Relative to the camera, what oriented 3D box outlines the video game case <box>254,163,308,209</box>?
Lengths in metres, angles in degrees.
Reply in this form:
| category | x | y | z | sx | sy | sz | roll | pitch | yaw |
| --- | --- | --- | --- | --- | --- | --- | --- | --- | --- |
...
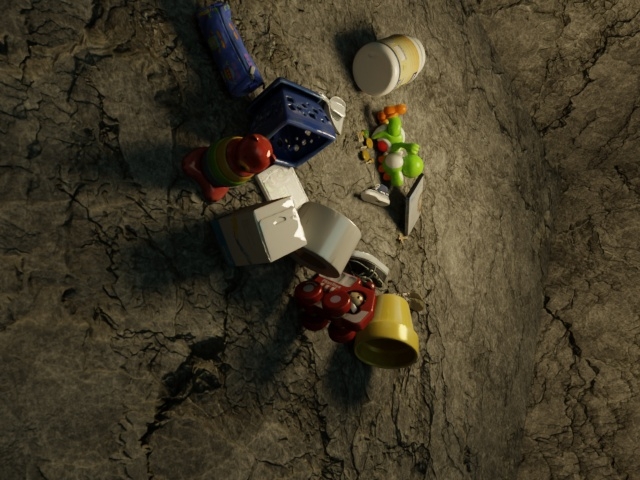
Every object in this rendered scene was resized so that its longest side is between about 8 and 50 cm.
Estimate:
| category | x | y | z | sx | sy | sz | roll | pitch | yaw |
| --- | --- | --- | --- | --- | --- | --- | --- | --- | --- |
| video game case | -0.139 | -0.190 | 1.761 | 0.173 | 0.022 | 0.190 | -41 | 113 | -40 |

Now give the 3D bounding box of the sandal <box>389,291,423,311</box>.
| category | x | y | z | sx | sy | sz | roll | pitch | yaw |
| --- | --- | --- | --- | --- | --- | --- | --- | --- | --- |
| sandal | 0.382 | 0.283 | 2.192 | 0.219 | 0.060 | 0.090 | 4 | 75 | -30 |

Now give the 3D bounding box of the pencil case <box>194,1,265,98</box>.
| category | x | y | z | sx | sy | sz | roll | pitch | yaw |
| --- | --- | --- | --- | --- | --- | --- | --- | --- | --- |
| pencil case | -0.299 | -0.630 | 1.589 | 0.119 | 0.133 | 0.306 | -34 | 107 | -32 |

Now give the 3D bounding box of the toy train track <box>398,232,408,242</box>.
| category | x | y | z | sx | sy | sz | roll | pitch | yaw |
| --- | --- | --- | --- | --- | --- | --- | --- | --- | --- |
| toy train track | 0.389 | -0.010 | 2.269 | 0.083 | 0.014 | 0.048 | -6 | 81 | -51 |

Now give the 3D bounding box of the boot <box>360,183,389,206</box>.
| category | x | y | z | sx | sy | sz | roll | pitch | yaw |
| --- | --- | --- | --- | --- | --- | --- | --- | --- | --- |
| boot | 0.239 | -0.214 | 2.119 | 0.190 | 0.069 | 0.086 | 18 | 65 | -51 |

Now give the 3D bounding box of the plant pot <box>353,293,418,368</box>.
| category | x | y | z | sx | sy | sz | roll | pitch | yaw |
| --- | --- | --- | --- | --- | --- | --- | --- | --- | --- |
| plant pot | 0.275 | 0.361 | 1.954 | 0.254 | 0.254 | 0.239 | 45 | 39 | -31 |

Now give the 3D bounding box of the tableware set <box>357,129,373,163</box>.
| category | x | y | z | sx | sy | sz | roll | pitch | yaw |
| --- | --- | --- | --- | --- | --- | --- | --- | --- | --- |
| tableware set | 0.202 | -0.418 | 2.136 | 0.104 | 0.024 | 0.154 | -26 | 101 | -47 |

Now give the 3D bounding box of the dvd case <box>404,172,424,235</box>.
| category | x | y | z | sx | sy | sz | roll | pitch | yaw |
| --- | --- | --- | --- | --- | --- | --- | --- | --- | --- |
| dvd case | 0.442 | -0.168 | 2.251 | 0.180 | 0.022 | 0.253 | -54 | 150 | -35 |

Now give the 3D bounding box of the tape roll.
| category | x | y | z | sx | sy | sz | roll | pitch | yaw |
| --- | --- | --- | --- | --- | --- | --- | --- | --- | --- |
| tape roll | 0.000 | 0.000 | 1.687 | 0.246 | 0.246 | 0.169 | 42 | 69 | -33 |

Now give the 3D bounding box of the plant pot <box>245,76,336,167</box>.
| category | x | y | z | sx | sy | sz | roll | pitch | yaw |
| --- | --- | --- | --- | --- | --- | --- | --- | --- | --- |
| plant pot | -0.116 | -0.415 | 1.668 | 0.236 | 0.236 | 0.212 | 7 | 64 | -44 |

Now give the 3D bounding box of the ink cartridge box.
| category | x | y | z | sx | sy | sz | roll | pitch | yaw |
| --- | --- | --- | --- | --- | --- | --- | --- | --- | --- |
| ink cartridge box | -0.197 | -0.026 | 1.529 | 0.171 | 0.233 | 0.168 | -28 | 104 | -43 |

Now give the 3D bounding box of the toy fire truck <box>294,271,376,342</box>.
| category | x | y | z | sx | sy | sz | roll | pitch | yaw |
| --- | --- | --- | --- | --- | --- | --- | --- | --- | --- |
| toy fire truck | 0.067 | 0.208 | 1.723 | 0.254 | 0.302 | 0.169 | -42 | 133 | -35 |

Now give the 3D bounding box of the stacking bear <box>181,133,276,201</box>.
| category | x | y | z | sx | sy | sz | roll | pitch | yaw |
| --- | --- | --- | --- | --- | --- | --- | --- | --- | --- |
| stacking bear | -0.259 | -0.243 | 1.459 | 0.175 | 0.289 | 0.164 | 54 | 51 | -25 |

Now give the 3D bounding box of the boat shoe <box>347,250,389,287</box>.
| category | x | y | z | sx | sy | sz | roll | pitch | yaw |
| --- | --- | --- | --- | --- | --- | --- | --- | --- | --- |
| boat shoe | 0.181 | 0.123 | 1.975 | 0.306 | 0.113 | 0.105 | 35 | 66 | -54 |

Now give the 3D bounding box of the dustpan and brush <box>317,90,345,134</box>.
| category | x | y | z | sx | sy | sz | roll | pitch | yaw |
| --- | --- | --- | --- | --- | --- | --- | --- | --- | --- |
| dustpan and brush | 0.046 | -0.548 | 1.969 | 0.211 | 0.060 | 0.147 | 26 | 67 | -40 |

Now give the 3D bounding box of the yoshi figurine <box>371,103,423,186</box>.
| category | x | y | z | sx | sy | sz | roll | pitch | yaw |
| --- | --- | --- | --- | --- | --- | --- | --- | --- | --- |
| yoshi figurine | 0.375 | -0.432 | 2.195 | 0.203 | 0.203 | 0.362 | -12 | 95 | -52 |

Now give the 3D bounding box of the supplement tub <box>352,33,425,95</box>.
| category | x | y | z | sx | sy | sz | roll | pitch | yaw |
| --- | --- | --- | --- | --- | --- | --- | --- | --- | --- |
| supplement tub | 0.316 | -0.799 | 2.158 | 0.316 | 0.228 | 0.228 | -37 | 110 | -41 |
